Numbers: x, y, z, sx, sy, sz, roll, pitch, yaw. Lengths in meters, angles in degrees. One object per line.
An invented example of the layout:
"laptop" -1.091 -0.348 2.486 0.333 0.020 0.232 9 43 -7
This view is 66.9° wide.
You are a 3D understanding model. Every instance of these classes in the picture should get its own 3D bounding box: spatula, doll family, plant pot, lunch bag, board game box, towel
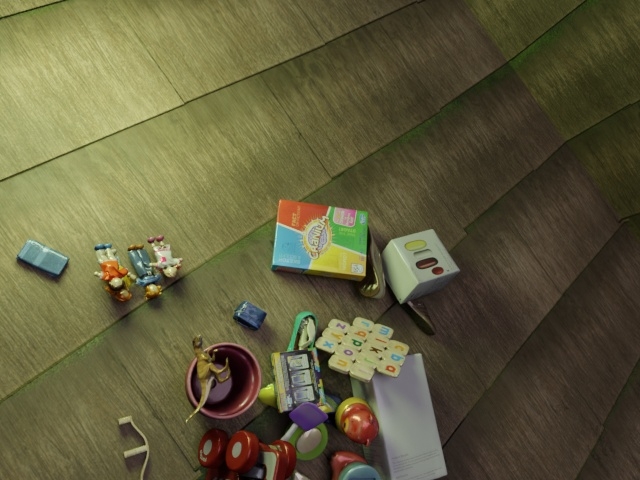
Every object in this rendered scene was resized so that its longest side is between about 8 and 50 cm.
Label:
"spatula" -0.107 0.567 1.378 0.084 0.030 0.296 44 97 -9
"doll family" -0.534 0.094 1.402 0.262 0.118 0.163 -12 71 -47
"plant pot" -0.286 0.396 1.360 0.201 0.180 0.202 8 69 -23
"lunch bag" -0.226 0.237 1.509 0.098 0.067 0.065 32 61 -11
"board game box" -0.069 0.413 1.433 0.141 0.048 0.171 -2 69 -21
"board game box" 0.000 0.000 1.662 0.316 0.064 0.243 7 69 -9
"towel" -0.764 0.049 1.338 0.119 0.029 0.067 29 62 -13

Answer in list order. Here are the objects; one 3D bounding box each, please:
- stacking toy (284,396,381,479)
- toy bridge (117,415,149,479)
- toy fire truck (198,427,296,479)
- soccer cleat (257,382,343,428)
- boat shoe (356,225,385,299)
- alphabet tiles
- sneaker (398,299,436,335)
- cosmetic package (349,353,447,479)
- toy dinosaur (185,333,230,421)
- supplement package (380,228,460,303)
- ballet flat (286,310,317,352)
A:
"stacking toy" 0.048 0.639 1.406 0.279 0.130 0.309 -3 91 -17
"toy bridge" -0.492 0.562 1.292 0.063 0.026 0.188 -9 77 -29
"toy fire truck" -0.207 0.638 1.256 0.169 0.302 0.254 32 56 -37
"soccer cleat" -0.054 0.507 1.476 0.289 0.093 0.121 18 47 -22
"boat shoe" 0.168 0.068 1.750 0.098 0.109 0.303 30 41 -55
"alphabet tiles" 0.135 0.345 1.560 0.277 0.021 0.284 17 28 17
"sneaker" 0.373 0.263 1.791 0.188 0.066 0.071 50 58 -3
"cosmetic package" 0.245 0.576 1.571 0.217 0.156 0.385 -1 72 -26
"toy dinosaur" -0.289 0.350 1.245 0.112 0.064 0.212 -6 65 -8
"supplement package" 0.352 0.092 1.766 0.203 0.149 0.194 -14 61 -29
"ballet flat" -0.059 0.342 1.542 0.083 0.087 0.248 18 66 -20
